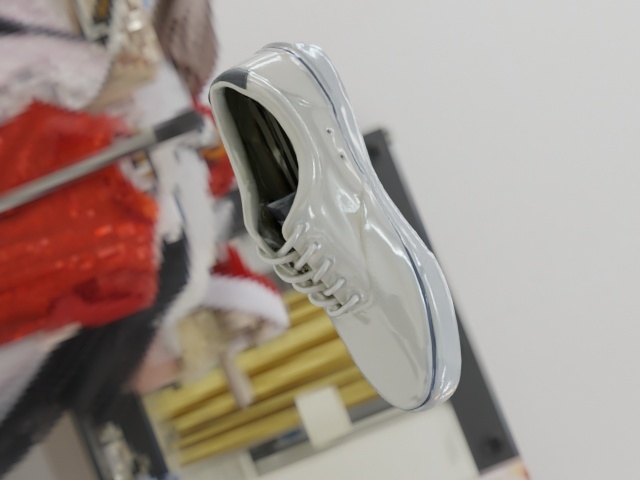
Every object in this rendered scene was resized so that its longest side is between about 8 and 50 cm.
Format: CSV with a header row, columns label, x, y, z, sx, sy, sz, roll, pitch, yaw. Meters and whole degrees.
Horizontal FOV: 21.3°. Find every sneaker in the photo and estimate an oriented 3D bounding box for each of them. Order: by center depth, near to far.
label,x,y,z,sx,sy,sz,roll,pitch,yaw
sneaker,0.000,0.000,1.091,0.094,0.091,0.258,-29,-93,46
